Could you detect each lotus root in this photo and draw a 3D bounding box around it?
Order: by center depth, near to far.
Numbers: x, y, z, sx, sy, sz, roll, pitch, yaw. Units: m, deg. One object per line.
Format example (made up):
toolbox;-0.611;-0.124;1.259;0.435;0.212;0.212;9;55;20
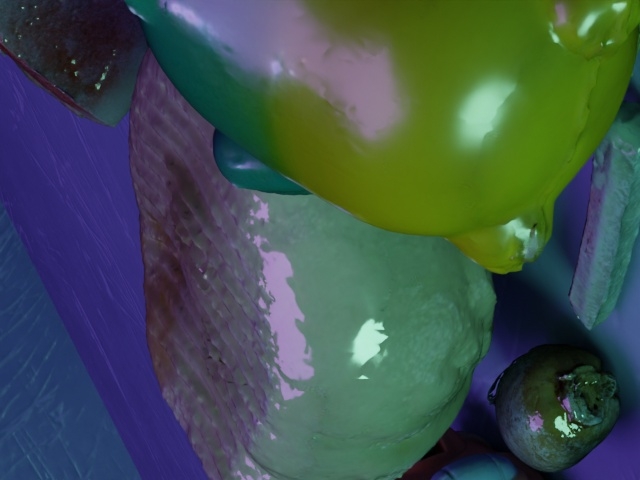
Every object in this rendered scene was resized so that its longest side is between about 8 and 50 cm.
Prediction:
lotus root;0.158;0.116;1.212;0.088;0.088;0.165;60;172;8

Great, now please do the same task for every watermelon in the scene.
watermelon;-0.315;-0.253;1.813;0.310;0.193;0.232;55;162;21

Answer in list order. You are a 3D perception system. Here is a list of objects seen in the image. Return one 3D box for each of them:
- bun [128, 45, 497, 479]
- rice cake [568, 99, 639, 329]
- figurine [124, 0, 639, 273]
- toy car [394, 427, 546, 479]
bun;0.000;0.000;1.239;0.365;0.219;0.365;37;133;56
rice cake;0.174;-0.011;1.051;0.033;0.033;0.208;43;157;25
figurine;0.017;-0.139;0.951;0.340;0.231;0.324;38;131;30
toy car;0.110;0.255;1.407;0.270;0.180;0.212;30;134;61
